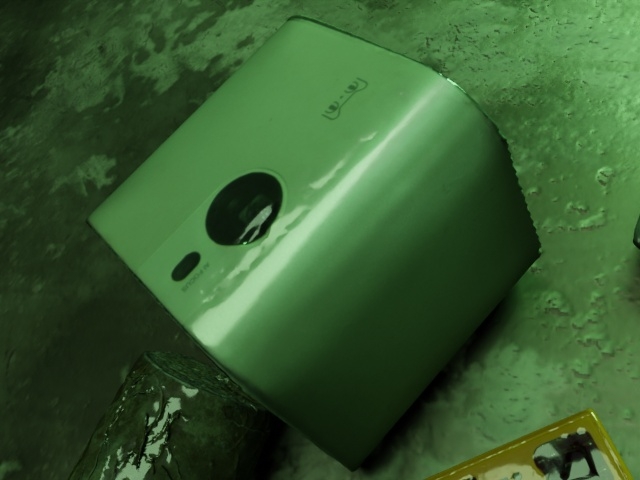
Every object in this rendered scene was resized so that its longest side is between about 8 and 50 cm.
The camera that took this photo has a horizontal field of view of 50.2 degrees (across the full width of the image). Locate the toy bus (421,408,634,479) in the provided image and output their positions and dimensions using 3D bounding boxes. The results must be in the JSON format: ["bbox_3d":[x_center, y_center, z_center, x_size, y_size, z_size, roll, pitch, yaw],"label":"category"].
[{"bbox_3d":[0.121,0.193,0.478,0.194,0.088,0.083,-28,50,9],"label":"toy bus"}]

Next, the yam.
[{"bbox_3d":[-0.141,0.210,0.580,0.153,0.154,0.255,11,61,35],"label":"yam"}]

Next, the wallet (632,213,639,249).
[{"bbox_3d":[0.437,-0.054,0.513,0.322,0.041,0.247,17,69,31],"label":"wallet"}]

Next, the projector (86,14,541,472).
[{"bbox_3d":[0.000,0.000,0.576,0.249,0.248,0.248,-47,48,-8],"label":"projector"}]
